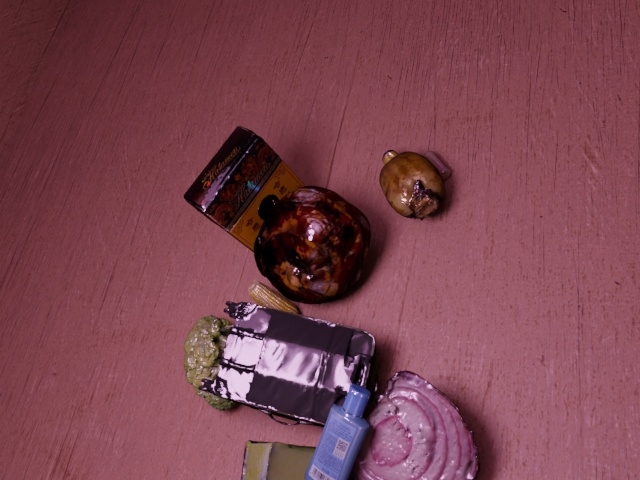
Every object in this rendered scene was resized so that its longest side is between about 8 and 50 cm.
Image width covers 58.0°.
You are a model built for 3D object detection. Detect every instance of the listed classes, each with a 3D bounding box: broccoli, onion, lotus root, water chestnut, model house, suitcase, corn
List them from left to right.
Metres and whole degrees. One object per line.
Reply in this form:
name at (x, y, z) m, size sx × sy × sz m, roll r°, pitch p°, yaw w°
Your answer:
broccoli at (-0.274, 0.347, 1.652) m, size 0.302 × 0.186 × 0.254 m, roll 6°, pitch 60°, yaw 36°
model house at (-0.122, 0.617, 1.475) m, size 0.211 × 0.170 × 0.194 m, roll -22°, pitch 58°, yaw 51°
corn at (-0.138, 0.179, 1.680) m, size 0.063 × 0.165 × 0.085 m, roll -49°, pitch 21°, yaw 6°
suitcase at (-0.066, 0.332, 1.499) m, size 0.434 × 0.194 × 0.283 m, roll 11°, pitch 71°, yaw 12°
water chestnut at (0.000, 0.000, 1.656) m, size 0.335 × 0.347 × 0.335 m, roll 14°, pitch 115°, yaw 31°
lotus root at (0.263, -0.168, 1.682) m, size 0.169 × 0.141 × 0.314 m, roll -30°, pitch 44°, yaw 7°
onion at (0.219, 0.481, 1.351) m, size 0.280 × 0.146 × 0.314 m, roll 40°, pitch 101°, yaw 17°

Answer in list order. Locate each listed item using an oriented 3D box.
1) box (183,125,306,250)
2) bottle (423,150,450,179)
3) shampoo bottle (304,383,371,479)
box at (-0.182, -0.112, 1.711) m, size 0.116 × 0.415 × 0.264 m, roll 32°, pitch 81°, yaw 37°
bottle at (0.347, -0.223, 1.726) m, size 0.045 × 0.045 × 0.096 m, roll -38°, pitch 53°, yaw 4°
shampoo bottle at (0.049, 0.458, 1.331) m, size 0.104 × 0.061 × 0.258 m, roll 25°, pitch 98°, yaw 31°
